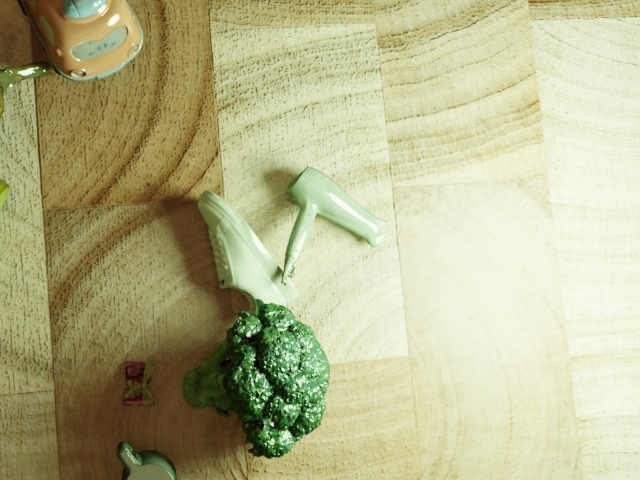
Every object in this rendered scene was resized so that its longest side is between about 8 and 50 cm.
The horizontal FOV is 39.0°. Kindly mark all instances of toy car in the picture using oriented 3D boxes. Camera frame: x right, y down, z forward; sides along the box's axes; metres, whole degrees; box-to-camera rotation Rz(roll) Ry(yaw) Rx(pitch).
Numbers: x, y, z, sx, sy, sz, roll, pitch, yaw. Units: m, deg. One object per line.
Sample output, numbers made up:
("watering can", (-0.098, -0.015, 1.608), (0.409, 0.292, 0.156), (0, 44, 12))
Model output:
("toy car", (-0.437, -0.431, 1.611), (0.181, 0.212, 0.270), (-27, 90, -12))

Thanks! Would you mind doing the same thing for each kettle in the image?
("kettle", (-0.301, 0.411, 1.578), (0.098, 0.148, 0.126), (-4, 84, -10))

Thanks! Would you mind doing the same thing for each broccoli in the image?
("broccoli", (-0.112, 0.251, 1.602), (0.270, 0.270, 0.269), (-12, 86, 19))

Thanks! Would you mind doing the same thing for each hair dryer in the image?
("hair dryer", (0.000, 0.000, 1.697), (0.206, 0.075, 0.237), (36, 63, -10))

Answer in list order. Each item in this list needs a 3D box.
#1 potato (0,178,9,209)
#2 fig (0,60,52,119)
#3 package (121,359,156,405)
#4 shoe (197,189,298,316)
("potato", (-0.668, -0.014, 1.560), (0.298, 0.141, 0.176), (-38, 97, -12))
("fig", (-0.614, -0.252, 1.557), (0.369, 0.286, 0.286), (-17, 87, -47))
("package", (-0.331, 0.260, 1.650), (0.059, 0.029, 0.083), (1, 73, -3))
("shoe", (-0.158, 0.035, 1.674), (0.110, 0.095, 0.265), (-42, 95, -11))
